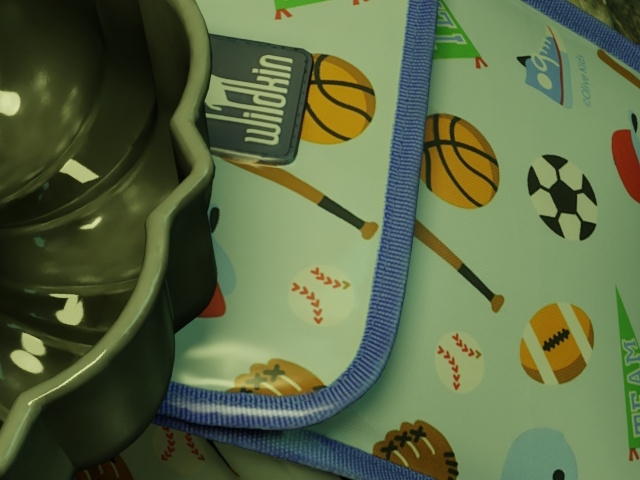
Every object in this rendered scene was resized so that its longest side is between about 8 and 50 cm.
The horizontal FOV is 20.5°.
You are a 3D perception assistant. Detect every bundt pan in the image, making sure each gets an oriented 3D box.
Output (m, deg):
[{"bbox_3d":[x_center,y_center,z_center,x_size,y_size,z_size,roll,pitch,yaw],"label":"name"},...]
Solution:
[{"bbox_3d":[-0.186,0.003,0.693,0.124,0.331,0.331,71,12,-54],"label":"bundt pan"}]

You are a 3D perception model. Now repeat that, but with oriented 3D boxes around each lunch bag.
[{"bbox_3d":[0.000,0.000,0.906,0.385,0.239,0.328,26,56,-28],"label":"lunch bag"}]

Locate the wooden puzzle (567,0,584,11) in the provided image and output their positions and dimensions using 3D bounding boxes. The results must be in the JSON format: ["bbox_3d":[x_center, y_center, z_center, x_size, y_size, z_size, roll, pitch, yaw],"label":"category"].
[{"bbox_3d":[0.063,-0.215,1.312,0.322,0.080,0.348,-12,76,-51],"label":"wooden puzzle"}]
